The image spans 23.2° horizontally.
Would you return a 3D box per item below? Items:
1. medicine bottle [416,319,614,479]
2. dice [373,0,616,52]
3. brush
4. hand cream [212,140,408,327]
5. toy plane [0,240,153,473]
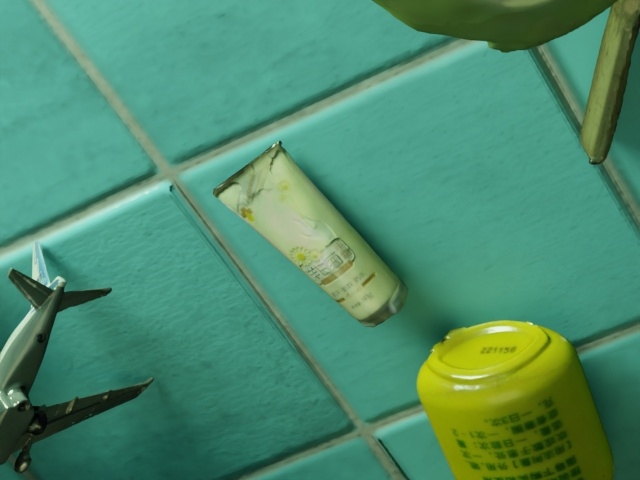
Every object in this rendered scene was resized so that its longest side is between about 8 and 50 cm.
[{"bbox_3d":[0.161,0.187,1.102,0.111,0.076,0.309,-11,124,20],"label":"medicine bottle"},{"bbox_3d":[0.065,-0.253,0.679,0.252,0.249,0.254,32,123,-17],"label":"dice"},{"bbox_3d":[0.169,-0.155,0.872,0.036,0.043,0.248,12,128,6],"label":"brush"},{"bbox_3d":[0.000,0.000,1.007,0.061,0.039,0.143,-36,111,30],"label":"hand cream"},{"bbox_3d":[-0.218,0.113,1.043,0.226,0.058,0.226,14,103,-43],"label":"toy plane"}]
